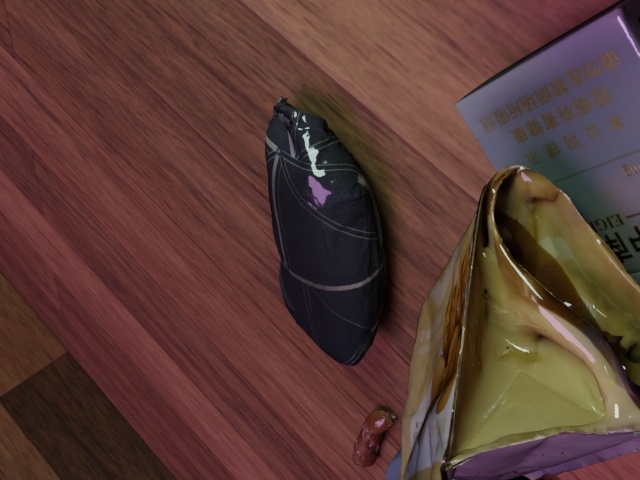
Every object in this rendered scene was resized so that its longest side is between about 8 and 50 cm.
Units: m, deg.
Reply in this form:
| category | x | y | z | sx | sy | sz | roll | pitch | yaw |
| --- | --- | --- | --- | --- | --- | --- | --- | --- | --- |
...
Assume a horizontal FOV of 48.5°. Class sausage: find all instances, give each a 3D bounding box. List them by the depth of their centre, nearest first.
| category | x | y | z | sx | sy | sz | roll | pitch | yaw |
| --- | --- | --- | --- | --- | --- | --- | --- | --- | --- |
| sausage | 0.076 | 0.290 | 1.045 | 0.158 | 0.042 | 0.036 | 105 | 160 | -49 |

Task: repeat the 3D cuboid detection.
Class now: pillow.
| category | x | y | z | sx | sy | sz | roll | pitch | yaw |
| --- | --- | --- | --- | --- | --- | --- | --- | --- | --- |
| pillow | 0.000 | 0.000 | 0.813 | 0.161 | 0.092 | 0.335 | 30 | 141 | 39 |

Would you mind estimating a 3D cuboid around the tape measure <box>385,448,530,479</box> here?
| category | x | y | z | sx | sy | sz | roll | pitch | yaw |
| --- | --- | --- | --- | --- | --- | --- | --- | --- | --- |
| tape measure | 0.170 | 0.318 | 0.884 | 0.182 | 0.107 | 0.181 | 34 | 137 | 25 |

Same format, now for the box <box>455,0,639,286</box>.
| category | x | y | z | sx | sy | sz | roll | pitch | yaw |
| --- | --- | --- | --- | --- | --- | --- | --- | --- | --- |
| box | 0.224 | -0.036 | 0.508 | 0.243 | 0.067 | 0.155 | 56 | 150 | -5 |

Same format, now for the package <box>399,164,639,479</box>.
| category | x | y | z | sx | sy | sz | roll | pitch | yaw |
| --- | --- | --- | --- | --- | --- | --- | --- | --- | --- |
| package | 0.167 | 0.109 | 0.581 | 0.164 | 0.222 | 0.311 | 11 | 158 | 3 |
